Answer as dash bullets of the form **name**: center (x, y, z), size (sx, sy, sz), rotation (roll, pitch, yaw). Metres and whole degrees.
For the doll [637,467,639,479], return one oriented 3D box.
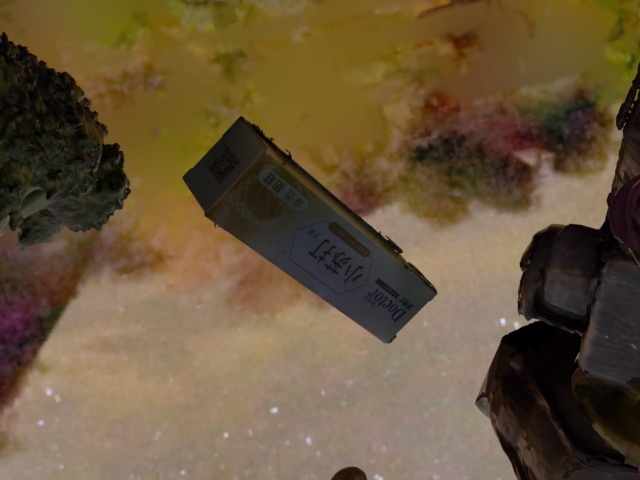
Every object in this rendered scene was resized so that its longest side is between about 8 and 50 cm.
- **doll**: center (0.346, 0.192, 0.957), size (0.075, 0.228, 0.102), rotation (3, -165, 12)

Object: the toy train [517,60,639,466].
- **toy train**: center (0.224, 0.019, 0.429), size (0.260, 0.134, 0.177), rotation (17, -134, 20)

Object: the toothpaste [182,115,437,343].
- **toothpaste**: center (0.000, 0.000, 0.979), size (0.089, 0.313, 0.071), rotation (-47, -134, 5)

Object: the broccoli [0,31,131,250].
- **broccoli**: center (-0.304, -0.067, 0.827), size (0.288, 0.235, 0.260), rotation (24, 123, -42)

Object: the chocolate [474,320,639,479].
- **chocolate**: center (0.330, 0.224, 1.141), size (0.283, 0.284, 0.186), rotation (-14, -137, 13)

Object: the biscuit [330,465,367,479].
- **biscuit**: center (0.037, 0.346, 0.903), size (0.160, 0.250, 0.030), rotation (-37, -170, -24)
